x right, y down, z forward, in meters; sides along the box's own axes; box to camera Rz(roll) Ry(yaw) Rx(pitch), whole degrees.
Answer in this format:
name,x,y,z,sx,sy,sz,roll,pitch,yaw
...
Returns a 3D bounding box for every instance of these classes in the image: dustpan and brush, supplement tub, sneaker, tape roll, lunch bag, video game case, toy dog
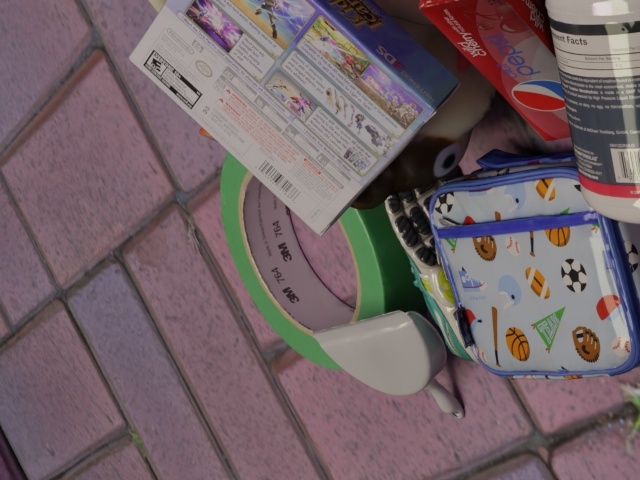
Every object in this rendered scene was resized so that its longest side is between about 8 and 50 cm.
name,x,y,z,sx,sy,sz,roll,pitch,yaw
dustpan and brush,0.106,0.153,2.340,0.147,0.060,0.211,-16,121,37
supplement tub,0.307,-0.167,1.763,0.191,0.191,0.272,13,121,52
sneaker,0.130,0.018,2.240,0.110,0.107,0.275,-11,102,66
tape roll,0.000,0.000,2.436,0.321,0.077,0.321,34,137,39
lunch bag,0.240,0.021,2.068,0.303,0.115,0.243,-6,104,56
video game case,-0.031,-0.166,1.914,0.269,0.061,0.244,43,141,0
toy dog,0.013,-0.231,2.039,0.395,0.284,0.408,-30,102,30

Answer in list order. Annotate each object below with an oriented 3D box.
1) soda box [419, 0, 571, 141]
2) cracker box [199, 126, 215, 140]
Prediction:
name,x,y,z,sx,sy,sz,roll,pitch,yaw
soda box,0.194,-0.195,1.850,0.083,0.092,0.263,-8,150,32
cracker box,-0.031,-0.175,2.296,0.232,0.067,0.156,14,83,52
